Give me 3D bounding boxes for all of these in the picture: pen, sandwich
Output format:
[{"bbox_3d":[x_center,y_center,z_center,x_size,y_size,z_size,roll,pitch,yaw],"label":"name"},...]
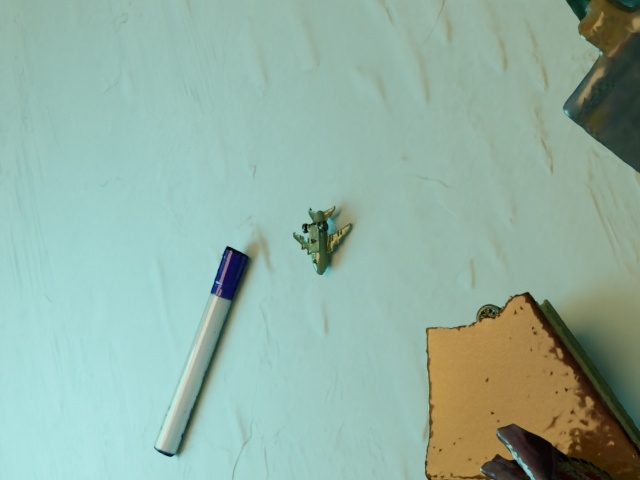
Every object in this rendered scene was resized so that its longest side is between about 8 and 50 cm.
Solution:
[{"bbox_3d":[-0.148,0.137,2.276,0.033,0.033,0.269,23,94,48],"label":"pen"},{"bbox_3d":[0.216,0.145,1.770,0.220,0.108,0.186,-1,84,21],"label":"sandwich"}]

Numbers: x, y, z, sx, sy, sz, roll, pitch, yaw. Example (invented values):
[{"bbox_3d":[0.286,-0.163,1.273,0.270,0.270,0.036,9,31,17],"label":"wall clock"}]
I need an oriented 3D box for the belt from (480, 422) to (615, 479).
[{"bbox_3d":[0.222,0.307,1.625,0.207,0.295,0.160,-56,40,-2],"label":"belt"}]

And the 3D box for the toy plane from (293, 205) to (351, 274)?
[{"bbox_3d":[-0.001,-0.001,2.165,0.080,0.033,0.083,-8,71,30],"label":"toy plane"}]

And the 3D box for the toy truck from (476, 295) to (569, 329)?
[{"bbox_3d":[0.192,0.146,1.878,0.100,0.077,0.169,24,91,35],"label":"toy truck"}]

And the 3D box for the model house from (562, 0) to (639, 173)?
[{"bbox_3d":[0.365,-0.251,1.626,0.334,0.343,0.382,-51,45,24],"label":"model house"}]
